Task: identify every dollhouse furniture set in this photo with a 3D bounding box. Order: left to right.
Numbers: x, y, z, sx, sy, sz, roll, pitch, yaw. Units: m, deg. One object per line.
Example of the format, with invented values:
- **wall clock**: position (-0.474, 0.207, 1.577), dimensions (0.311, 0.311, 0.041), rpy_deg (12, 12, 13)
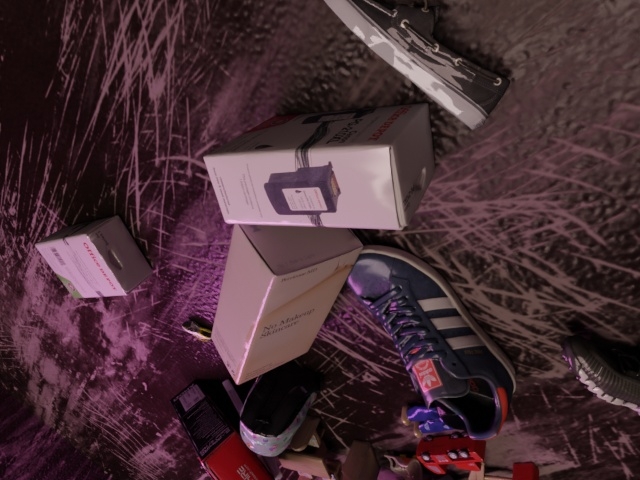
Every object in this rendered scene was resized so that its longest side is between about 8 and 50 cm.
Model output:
- **dollhouse furniture set**: position (-0.008, 0.551, 0.992), dimensions (0.242, 0.161, 0.212), rpy_deg (-4, 119, 30)

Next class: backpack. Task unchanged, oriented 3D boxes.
- **backpack**: position (-0.089, 0.350, 0.885), dimensions (0.152, 0.182, 0.115), rpy_deg (14, 126, 19)

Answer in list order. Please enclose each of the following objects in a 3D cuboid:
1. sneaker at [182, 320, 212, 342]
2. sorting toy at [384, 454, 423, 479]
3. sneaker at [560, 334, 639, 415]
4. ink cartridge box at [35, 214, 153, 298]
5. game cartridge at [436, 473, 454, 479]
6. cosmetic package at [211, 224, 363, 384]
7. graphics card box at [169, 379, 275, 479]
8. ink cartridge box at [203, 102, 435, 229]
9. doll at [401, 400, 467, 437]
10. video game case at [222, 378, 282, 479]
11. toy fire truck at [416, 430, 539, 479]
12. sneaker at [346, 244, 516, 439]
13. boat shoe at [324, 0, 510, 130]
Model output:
- **sneaker**: position (-0.294, 0.221, 1.007), dimensions (0.084, 0.031, 0.035), rpy_deg (23, 130, 13)
- **sorting toy**: position (0.180, 0.499, 0.937), dimensions (0.075, 0.045, 0.083), rpy_deg (-5, 119, 39)
- **sneaker**: position (0.439, 0.186, 0.562), dimensions (0.234, 0.078, 0.106), rpy_deg (35, 128, -2)
- **ink cartridge box**: position (-0.513, 0.042, 0.964), dimensions (0.220, 0.092, 0.160), rpy_deg (-7, 118, 31)
- **game cartridge**: position (0.170, 0.662, 0.943), dimensions (0.068, 0.231, 0.354), rpy_deg (47, 141, 40)
- **cosmetic package**: position (-0.069, 0.092, 0.690), dimensions (0.113, 0.160, 0.309), rpy_deg (53, 142, 27)
- **graphics card box**: position (-0.233, 0.500, 1.025), dimensions (0.232, 0.094, 0.371), rpy_deg (58, 155, -16)
- **ink cartridge box**: position (0.008, -0.097, 0.536), dimensions (0.238, 0.172, 0.100), rpy_deg (3, 122, 27)
- **doll**: position (0.236, 0.314, 0.775), dimensions (0.129, 0.046, 0.189), rpy_deg (47, 131, -9)
- **video game case**: position (-0.172, 0.465, 1.049), dimensions (0.183, 0.023, 0.201), rpy_deg (26, 141, 58)
- **toy fire truck**: position (0.300, 0.435, 0.822), dimensions (0.192, 0.047, 0.135), rpy_deg (-32, 104, 40)
- **sneaker**: position (0.160, 0.156, 0.642), dimensions (0.350, 0.148, 0.131), rpy_deg (42, 131, -2)
- **boat shoe**: position (0.109, -0.220, 0.467), dimensions (0.229, 0.080, 0.076), rpy_deg (41, 114, 2)
